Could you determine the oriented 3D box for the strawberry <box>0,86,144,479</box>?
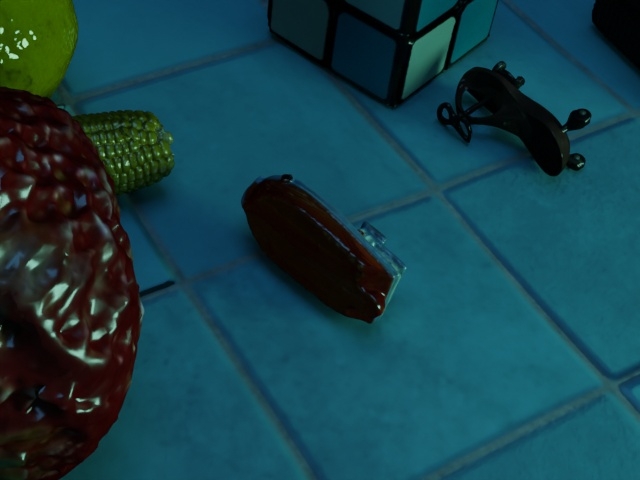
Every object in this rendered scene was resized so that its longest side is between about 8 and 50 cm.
[{"bbox_3d":[-0.254,0.010,0.689,0.291,0.292,0.310,2,73,-5],"label":"strawberry"}]

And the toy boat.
[{"bbox_3d":[0.000,0.000,0.879,0.173,0.069,0.058,38,34,24],"label":"toy boat"}]

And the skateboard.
[{"bbox_3d":[0.178,-0.112,1.016,0.080,0.067,0.151,-33,53,-20],"label":"skateboard"}]

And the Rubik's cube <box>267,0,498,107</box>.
[{"bbox_3d":[0.069,-0.271,1.070,0.180,0.167,0.183,33,53,21],"label":"Rubik's cube"}]

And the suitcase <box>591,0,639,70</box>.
[{"bbox_3d":[0.484,-0.253,1.120,0.335,0.152,0.230,-18,50,-19],"label":"suitcase"}]

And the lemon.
[{"bbox_3d":[-0.309,-0.188,0.930,0.192,0.192,0.231,4,26,-3],"label":"lemon"}]

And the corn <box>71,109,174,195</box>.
[{"bbox_3d":[-0.239,-0.063,0.901,0.238,0.080,0.080,-8,49,-15],"label":"corn"}]
